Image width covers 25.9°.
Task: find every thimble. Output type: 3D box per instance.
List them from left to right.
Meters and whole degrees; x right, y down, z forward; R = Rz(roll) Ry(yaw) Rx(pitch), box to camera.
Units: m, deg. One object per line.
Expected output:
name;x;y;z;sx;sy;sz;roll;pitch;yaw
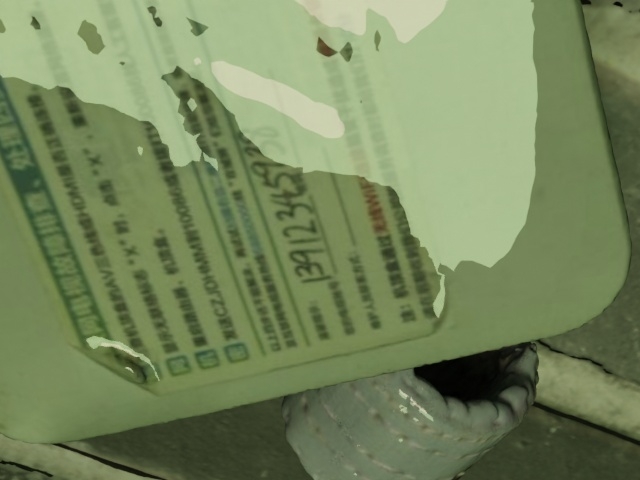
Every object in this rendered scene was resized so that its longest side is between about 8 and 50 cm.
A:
thimble;0.061;0.096;0.903;0.127;0.151;0.118;50;125;12

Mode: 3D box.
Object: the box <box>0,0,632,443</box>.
box;-0.064;-0.096;0.731;0.396;0.111;0.396;-13;116;10
